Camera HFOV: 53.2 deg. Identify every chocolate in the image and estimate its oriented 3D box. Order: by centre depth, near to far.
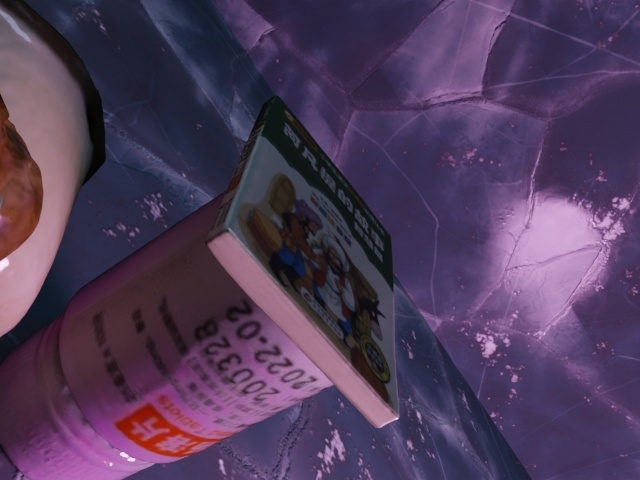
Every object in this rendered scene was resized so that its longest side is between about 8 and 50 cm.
[{"bbox_3d":[-0.376,-0.041,0.523,0.314,0.326,0.297,48,39,-42],"label":"chocolate"}]

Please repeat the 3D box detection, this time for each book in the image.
[{"bbox_3d":[0.000,0.000,0.551,0.202,0.027,0.264,49,23,-22],"label":"book"}]

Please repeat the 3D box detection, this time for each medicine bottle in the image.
[{"bbox_3d":[-0.142,0.107,0.673,0.219,0.388,0.219,49,21,-27],"label":"medicine bottle"}]

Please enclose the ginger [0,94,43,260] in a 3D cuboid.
[{"bbox_3d":[-0.335,-0.043,0.245,0.418,0.176,0.254,25,76,-36],"label":"ginger"}]
